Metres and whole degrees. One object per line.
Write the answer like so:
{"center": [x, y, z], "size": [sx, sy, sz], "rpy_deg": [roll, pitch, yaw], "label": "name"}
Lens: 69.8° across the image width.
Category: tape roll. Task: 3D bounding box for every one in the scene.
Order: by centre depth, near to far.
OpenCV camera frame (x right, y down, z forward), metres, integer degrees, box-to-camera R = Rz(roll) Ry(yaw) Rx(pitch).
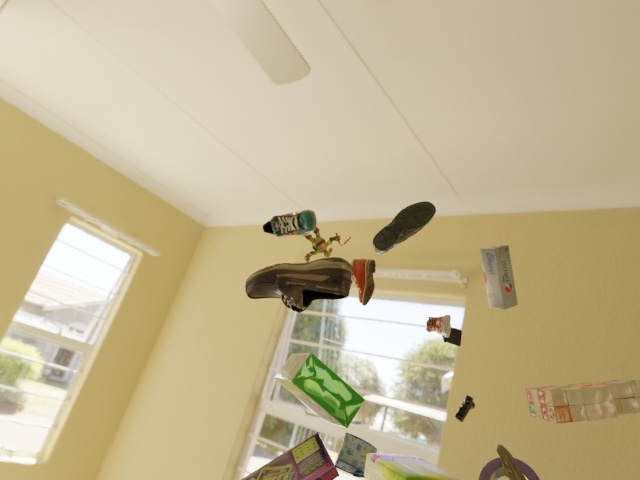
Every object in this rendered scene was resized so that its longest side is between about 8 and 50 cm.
{"center": [0.600, 0.793, 1.445], "size": [0.189, 0.189, 0.080], "rpy_deg": [4, -41, 32], "label": "tape roll"}

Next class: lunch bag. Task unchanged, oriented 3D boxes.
{"center": [0.149, 0.890, 1.888], "size": [0.151, 0.129, 0.096], "rpy_deg": [18, -46, 9], "label": "lunch bag"}

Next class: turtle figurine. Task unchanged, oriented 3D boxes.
{"center": [0.000, 0.000, 2.278], "size": [0.217, 0.269, 0.087], "rpy_deg": [55, -10, -3], "label": "turtle figurine"}

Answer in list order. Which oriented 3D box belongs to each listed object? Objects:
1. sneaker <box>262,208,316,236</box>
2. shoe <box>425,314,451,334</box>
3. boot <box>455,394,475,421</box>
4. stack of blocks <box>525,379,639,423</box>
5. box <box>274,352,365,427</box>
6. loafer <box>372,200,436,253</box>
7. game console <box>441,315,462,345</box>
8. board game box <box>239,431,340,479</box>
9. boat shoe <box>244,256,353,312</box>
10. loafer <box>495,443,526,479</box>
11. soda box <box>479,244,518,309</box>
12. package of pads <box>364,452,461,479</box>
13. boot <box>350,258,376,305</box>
{"center": [-0.132, -0.061, 1.897], "size": [0.121, 0.108, 0.302], "rpy_deg": [-10, -1, -35], "label": "sneaker"}
{"center": [0.399, 0.288, 1.561], "size": [0.081, 0.063, 0.178], "rpy_deg": [9, -19, 20], "label": "shoe"}
{"center": [0.594, 0.699, 1.882], "size": [0.045, 0.099, 0.121], "rpy_deg": [21, -26, 33], "label": "boot"}
{"center": [0.789, 0.467, 1.344], "size": [0.297, 0.087, 0.171], "rpy_deg": [-5, -15, -1], "label": "stack of blocks"}
{"center": [-0.008, 0.534, 1.663], "size": [0.262, 0.127, 0.231], "rpy_deg": [43, -25, -7], "label": "box"}
{"center": [0.298, -0.045, 1.660], "size": [0.096, 0.267, 0.084], "rpy_deg": [53, -8, 21], "label": "loafer"}
{"center": [0.615, 0.427, 2.166], "size": [0.071, 0.107, 0.122], "rpy_deg": [-8, -51, 2], "label": "game console"}
{"center": [-0.123, 0.782, 1.488], "size": [0.056, 0.347, 0.208], "rpy_deg": [64, -10, -10], "label": "board game box"}
{"center": [-0.074, 0.144, 1.398], "size": [0.355, 0.130, 0.132], "rpy_deg": [-13, -30, 19], "label": "boat shoe"}
{"center": [0.576, 0.697, 1.400], "size": [0.050, 0.148, 0.056], "rpy_deg": [-40, -50, 14], "label": "loafer"}
{"center": [0.821, 0.167, 2.114], "size": [0.091, 0.286, 0.098], "rpy_deg": [-13, 5, -26], "label": "soda box"}
{"center": [0.315, 0.818, 1.564], "size": [0.229, 0.101, 0.296], "rpy_deg": [13, -13, -17], "label": "package of pads"}
{"center": [0.133, 0.135, 1.513], "size": [0.084, 0.158, 0.059], "rpy_deg": [8, 7, 33], "label": "boot"}
